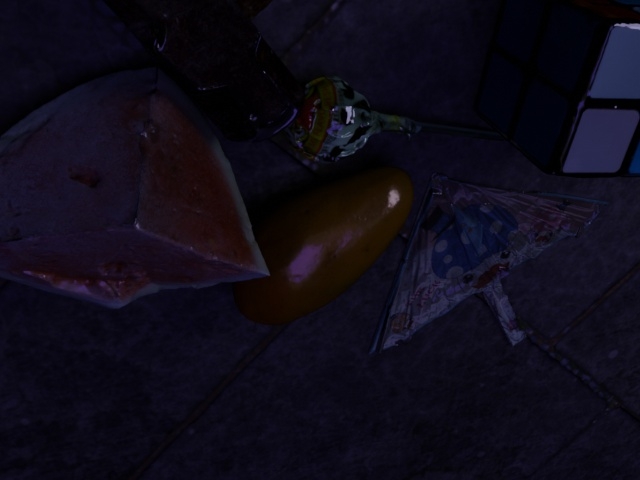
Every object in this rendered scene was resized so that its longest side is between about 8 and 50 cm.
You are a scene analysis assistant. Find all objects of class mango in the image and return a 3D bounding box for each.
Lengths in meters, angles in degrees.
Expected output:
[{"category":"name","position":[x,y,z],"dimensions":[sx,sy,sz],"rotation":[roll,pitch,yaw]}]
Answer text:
[{"category":"mango","position":[0.000,0.000,0.856],"dimensions":[0.253,0.113,0.138],"rotation":[-38,128,4]}]

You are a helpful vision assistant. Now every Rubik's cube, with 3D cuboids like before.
[{"category":"Rubik's cube","position":[0.302,-0.180,0.809],"dimensions":[0.180,0.183,0.167],"rotation":[-4,125,-21]}]

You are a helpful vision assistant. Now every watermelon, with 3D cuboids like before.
[{"category":"watermelon","position":[-0.187,-0.027,0.735],"dimensions":[0.256,0.176,0.260],"rotation":[-50,147,-1]}]

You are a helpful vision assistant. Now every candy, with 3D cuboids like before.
[{"category":"candy","position":[0.096,-0.125,0.845],"dimensions":[0.306,0.083,0.091],"rotation":[2,120,-31]}]

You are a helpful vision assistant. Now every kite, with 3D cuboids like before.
[{"category":"kite","position":[0.228,0.037,1.031],"dimensions":[0.406,0.014,0.368],"rotation":[-33,127,3]}]

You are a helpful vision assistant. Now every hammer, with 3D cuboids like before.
[{"category":"hammer","position":[-0.007,-0.300,0.676],"dimensions":[0.409,0.095,0.242],"rotation":[-45,134,2]}]
